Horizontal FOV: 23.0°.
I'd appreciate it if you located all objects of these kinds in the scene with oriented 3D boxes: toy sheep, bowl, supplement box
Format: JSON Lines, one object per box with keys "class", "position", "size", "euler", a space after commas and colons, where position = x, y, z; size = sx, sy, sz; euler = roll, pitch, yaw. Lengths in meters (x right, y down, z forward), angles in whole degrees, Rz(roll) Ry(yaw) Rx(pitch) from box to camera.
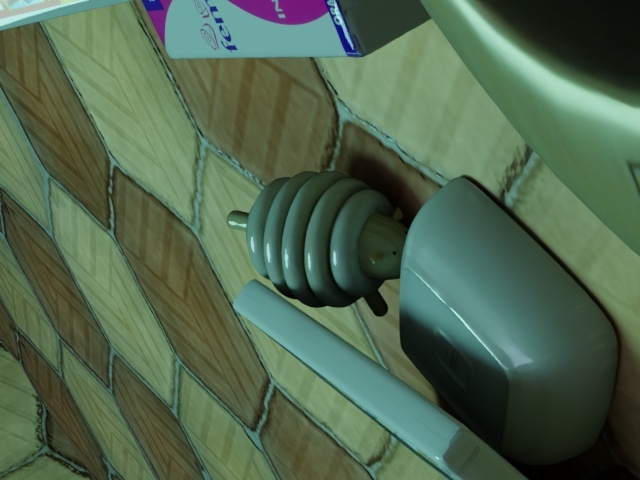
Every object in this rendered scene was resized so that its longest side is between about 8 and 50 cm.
{"class": "toy sheep", "position": [0.000, 0.000, 0.940], "size": [0.132, 0.091, 0.091], "euler": [6, 131, 28]}
{"class": "bowl", "position": [0.091, 0.053, 0.852], "size": [0.142, 0.053, 0.142], "euler": [48, 159, 29]}
{"class": "supplement box", "position": [-0.009, -0.154, 0.711], "size": [0.111, 0.114, 0.220], "euler": [64, 161, -16]}

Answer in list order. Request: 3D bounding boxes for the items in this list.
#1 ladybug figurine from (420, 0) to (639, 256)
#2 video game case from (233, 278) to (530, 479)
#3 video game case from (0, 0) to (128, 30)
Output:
{"class": "ladybug figurine", "position": [0.098, -0.168, 0.352], "size": [0.305, 0.162, 0.449], "euler": [17, 136, 60]}
{"class": "video game case", "position": [0.070, 0.119, 0.904], "size": [0.206, 0.026, 0.227], "euler": [41, 174, -35]}
{"class": "video game case", "position": [-0.169, -0.224, 0.882], "size": [0.285, 0.025, 0.204], "euler": [-7, 118, 29]}
